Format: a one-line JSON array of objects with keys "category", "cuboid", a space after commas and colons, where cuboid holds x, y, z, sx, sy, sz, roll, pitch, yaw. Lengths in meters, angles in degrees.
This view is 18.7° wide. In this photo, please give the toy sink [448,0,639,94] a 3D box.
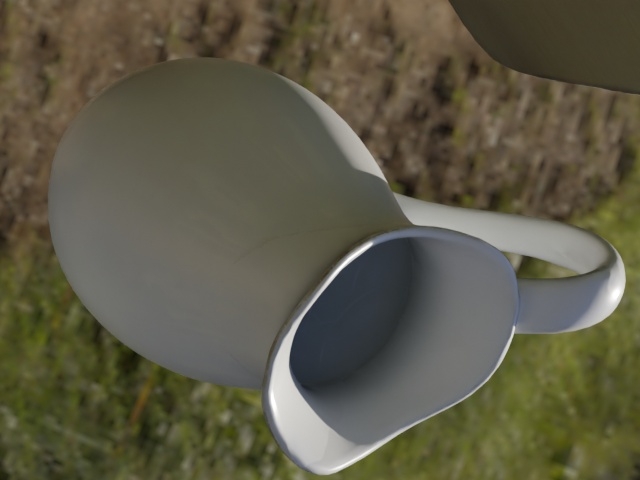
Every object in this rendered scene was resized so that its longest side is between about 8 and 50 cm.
[{"category": "toy sink", "cuboid": [0.047, -0.158, 0.335, 0.131, 0.153, 0.234, -34, 104, -7]}]

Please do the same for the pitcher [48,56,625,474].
[{"category": "pitcher", "cuboid": [0.000, 0.000, 0.770, 0.177, 0.207, 0.125, -9, 115, -32]}]
